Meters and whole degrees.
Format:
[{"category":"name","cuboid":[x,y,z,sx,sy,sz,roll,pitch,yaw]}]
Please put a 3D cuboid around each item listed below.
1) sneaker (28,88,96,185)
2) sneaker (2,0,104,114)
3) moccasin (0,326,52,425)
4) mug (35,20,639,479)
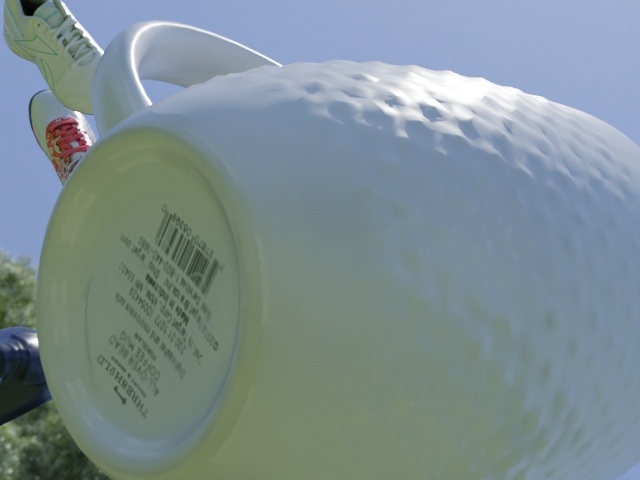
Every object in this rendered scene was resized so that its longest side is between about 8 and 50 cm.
[{"category":"sneaker","cuboid":[-0.374,-0.131,1.558,0.145,0.090,0.270,-27,-96,65]},{"category":"sneaker","cuboid":[-0.210,-0.157,0.807,0.152,0.054,0.061,39,-31,19]},{"category":"moccasin","cuboid":[-0.438,0.172,1.073,0.342,0.137,0.117,-32,-20,15]},{"category":"mug","cuboid":[0.000,0.000,0.593,0.276,0.328,0.374,-52,-124,27]}]
